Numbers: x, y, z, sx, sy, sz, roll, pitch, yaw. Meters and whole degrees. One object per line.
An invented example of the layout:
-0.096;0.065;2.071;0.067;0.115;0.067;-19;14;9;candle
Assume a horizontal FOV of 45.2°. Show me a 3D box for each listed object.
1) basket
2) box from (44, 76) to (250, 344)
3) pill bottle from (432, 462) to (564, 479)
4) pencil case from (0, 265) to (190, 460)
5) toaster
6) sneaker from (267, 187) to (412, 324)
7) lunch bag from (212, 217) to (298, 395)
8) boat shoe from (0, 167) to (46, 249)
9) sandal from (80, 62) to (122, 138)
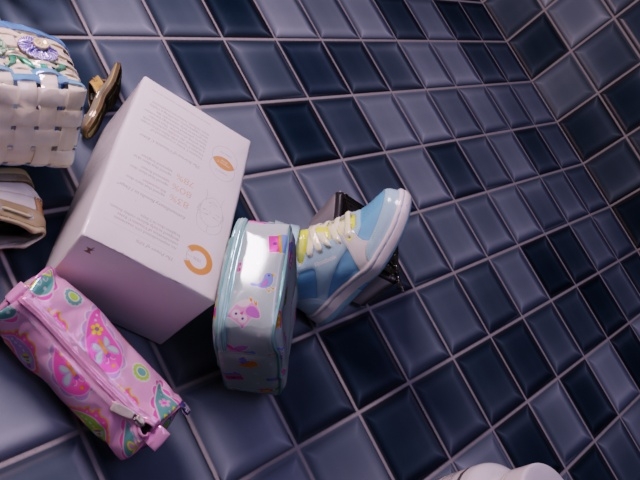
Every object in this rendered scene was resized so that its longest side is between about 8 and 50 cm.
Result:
-0.481;-0.224;1.130;0.254;0.201;0.289;-5;28;-44;basket
-0.265;-0.050;1.217;0.215;0.168;0.345;30;44;-24;box
0.235;0.453;1.208;0.176;0.318;0.176;23;49;-30;pill bottle
-0.314;0.170;1.047;0.284;0.124;0.124;48;40;-4;pencil case
0.068;0.022;1.515;0.168;0.110;0.186;31;38;-23;toaster
0.000;0.000;1.330;0.208;0.319;0.127;29;32;-14;sneaker
-0.095;0.104;1.193;0.107;0.279;0.224;5;61;1;lunch bag
-0.503;-0.028;1.018;0.302;0.113;0.103;-16;68;-49;boat shoe
-0.386;-0.251;1.335;0.049;0.072;0.180;19;51;-5;sandal
